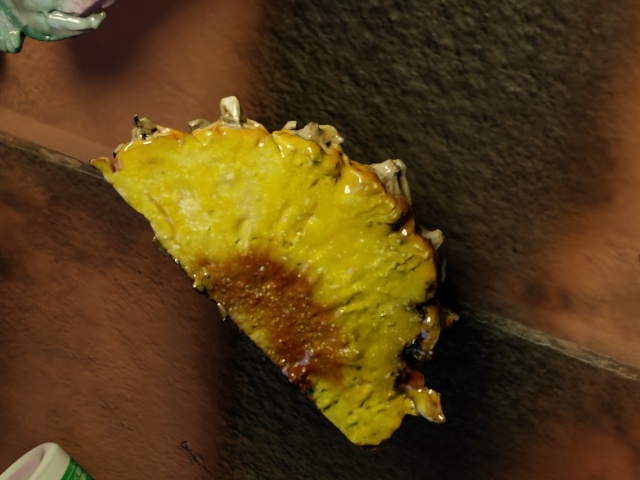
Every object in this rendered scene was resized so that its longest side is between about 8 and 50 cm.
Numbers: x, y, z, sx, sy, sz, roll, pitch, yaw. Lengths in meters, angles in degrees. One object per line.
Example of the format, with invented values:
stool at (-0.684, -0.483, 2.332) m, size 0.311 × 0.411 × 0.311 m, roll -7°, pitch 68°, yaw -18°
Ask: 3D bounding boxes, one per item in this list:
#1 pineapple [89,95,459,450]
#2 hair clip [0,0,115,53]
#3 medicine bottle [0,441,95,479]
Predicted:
pineapple at (-0.001, -0.002, 1.110) m, size 0.161 × 0.158 × 0.334 m, roll -42°, pitch 109°, yaw 5°
hair clip at (-0.078, -0.220, 0.991) m, size 0.358 × 0.110 × 0.095 m, roll -20°, pitch 156°, yaw 35°
medicine bottle at (-0.203, 0.327, 1.483) m, size 0.274 × 0.133 × 0.133 m, roll 48°, pitch 134°, yaw -13°
